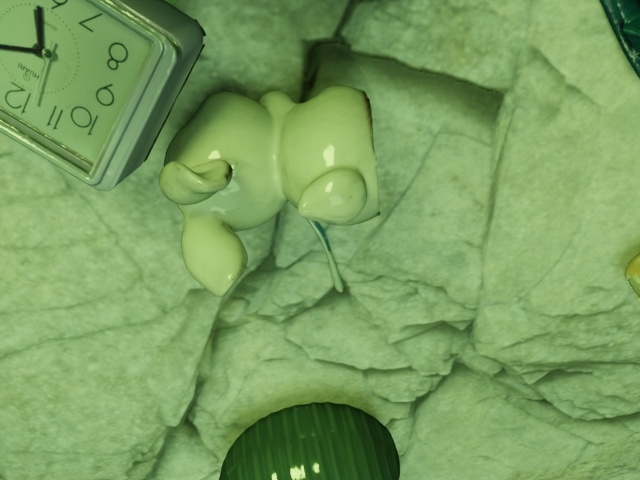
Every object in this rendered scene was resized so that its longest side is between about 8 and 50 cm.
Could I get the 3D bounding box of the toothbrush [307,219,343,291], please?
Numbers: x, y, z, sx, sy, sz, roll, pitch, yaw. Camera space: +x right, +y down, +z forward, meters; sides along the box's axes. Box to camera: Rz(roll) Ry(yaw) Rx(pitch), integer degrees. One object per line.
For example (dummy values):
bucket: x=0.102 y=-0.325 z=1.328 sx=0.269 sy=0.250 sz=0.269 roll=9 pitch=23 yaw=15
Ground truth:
toothbrush: x=0.000 y=0.000 z=0.743 sx=0.017 sy=0.014 sz=0.162 roll=-5 pitch=131 yaw=16

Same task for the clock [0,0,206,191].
clock: x=-0.206 y=-0.145 z=0.511 sx=0.193 sy=0.073 sz=0.144 roll=31 pitch=117 yaw=-7

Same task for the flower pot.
flower pot: x=-0.014 y=0.315 z=0.892 sx=0.243 sy=0.157 sz=0.189 roll=-15 pitch=130 yaw=2

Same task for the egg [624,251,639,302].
egg: x=0.424 y=0.040 z=0.818 sx=0.096 sy=0.080 sz=0.080 roll=-35 pitch=126 yaw=6

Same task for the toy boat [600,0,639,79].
toy boat: x=0.275 y=-0.245 z=0.561 sx=0.062 sy=0.096 sz=0.299 roll=-37 pitch=124 yaw=4

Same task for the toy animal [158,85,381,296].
toy animal: x=-0.039 y=-0.056 z=0.587 sx=0.193 sy=0.178 sz=0.127 roll=-11 pitch=126 yaw=-5

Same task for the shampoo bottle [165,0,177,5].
shampoo bottle: x=-0.160 y=-0.184 z=0.548 sx=0.069 sy=0.041 sz=0.190 roll=22 pitch=120 yaw=-28
